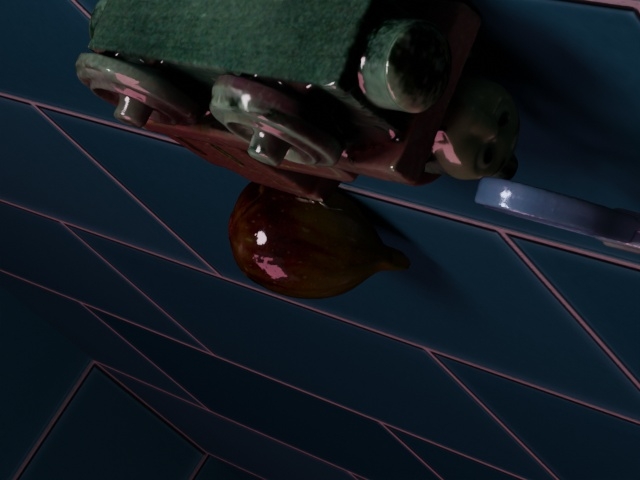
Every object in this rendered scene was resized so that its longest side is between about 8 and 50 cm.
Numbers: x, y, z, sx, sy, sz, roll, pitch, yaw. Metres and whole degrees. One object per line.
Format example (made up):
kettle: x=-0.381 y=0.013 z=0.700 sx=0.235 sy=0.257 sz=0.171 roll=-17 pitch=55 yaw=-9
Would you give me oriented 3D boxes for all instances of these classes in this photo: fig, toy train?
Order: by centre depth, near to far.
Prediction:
toy train: x=-0.008 y=-0.102 z=1.224 sx=0.304 sy=0.150 sz=0.221 roll=15 pitch=168 yaw=47
fig: x=0.000 y=0.000 z=1.628 sx=0.154 sy=0.109 sz=0.103 roll=8 pitch=145 yaw=-10

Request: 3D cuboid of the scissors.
scissors: x=0.219 y=0.003 z=1.155 sx=0.256 sy=0.030 sz=0.125 roll=16 pitch=-179 yaw=10
